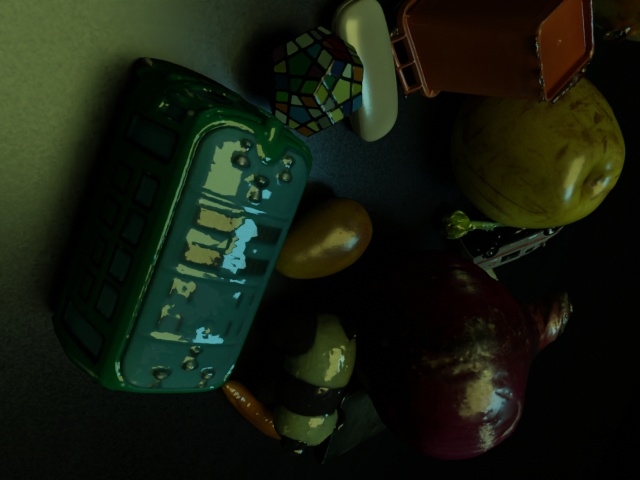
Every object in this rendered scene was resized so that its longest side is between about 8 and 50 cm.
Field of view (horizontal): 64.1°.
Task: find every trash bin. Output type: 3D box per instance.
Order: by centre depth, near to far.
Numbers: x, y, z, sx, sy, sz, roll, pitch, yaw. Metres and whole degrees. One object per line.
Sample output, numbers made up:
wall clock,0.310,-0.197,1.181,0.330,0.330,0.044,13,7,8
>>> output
trash bin,0.225,-0.275,0.701,0.184,0.238,0.161,-44,134,-11

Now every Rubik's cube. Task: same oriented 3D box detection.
Rubik's cube,-0.008,-0.196,0.636,0.133,0.132,0.112,49,50,-44

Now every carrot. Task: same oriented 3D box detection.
carrot,-0.085,0.304,0.885,0.066,0.062,0.271,-34,136,23

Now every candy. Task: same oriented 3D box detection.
candy,0.324,-0.033,0.980,0.193,0.062,0.058,-2,129,7

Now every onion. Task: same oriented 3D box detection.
onion,0.245,0.165,0.852,0.384,0.348,0.348,-16,127,-1

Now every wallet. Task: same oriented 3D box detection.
wallet,0.111,0.330,1.041,0.317,0.045,0.173,-2,113,-51

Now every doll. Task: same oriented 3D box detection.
doll,-0.019,0.219,0.825,0.143,0.135,0.235,9,101,-45

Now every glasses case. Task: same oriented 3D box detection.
glasses case,0.065,-0.234,0.717,0.081,0.051,0.204,-34,134,-20

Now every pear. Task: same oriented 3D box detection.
pear,0.360,-0.153,0.867,0.280,0.280,0.281,-20,124,-31

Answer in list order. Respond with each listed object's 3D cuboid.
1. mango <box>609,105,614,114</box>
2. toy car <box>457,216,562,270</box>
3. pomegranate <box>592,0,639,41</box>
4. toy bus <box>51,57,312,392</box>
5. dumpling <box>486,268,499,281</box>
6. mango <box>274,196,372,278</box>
mango,0.581,-0.168,1.143,0.295,0.120,0.177,-51,138,-6
toy car,0.384,-0.008,1.038,0.209,0.090,0.108,-22,142,3
pomegranate,0.568,-0.470,0.880,0.264,0.264,0.265,-20,124,-31
toy bus,-0.148,-0.006,0.564,0.183,0.199,0.344,13,102,-42
dumpling,0.309,0.188,1.106,0.226,0.244,0.175,0,148,-23
mango,0.004,0.002,0.775,0.163,0.089,0.111,-40,122,-3
